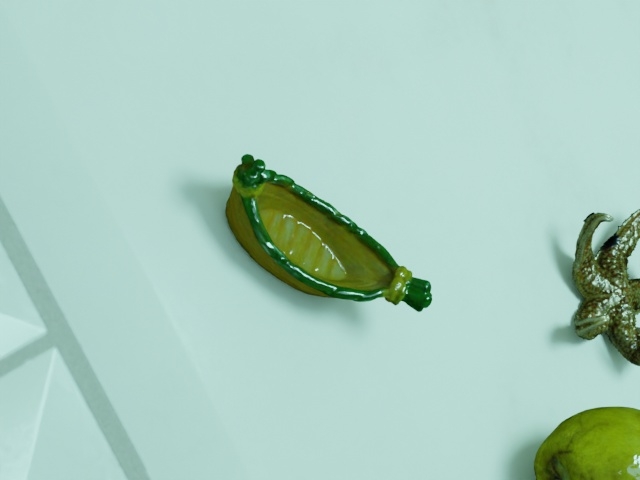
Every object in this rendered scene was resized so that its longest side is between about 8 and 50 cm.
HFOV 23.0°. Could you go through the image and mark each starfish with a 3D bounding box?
[{"bbox_3d":[0.319,0.035,1.684,0.146,0.074,0.190,31,59,-28],"label":"starfish"}]

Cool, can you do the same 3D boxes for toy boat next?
[{"bbox_3d":[0.000,0.000,1.437,0.229,0.088,0.089,36,56,-24],"label":"toy boat"}]

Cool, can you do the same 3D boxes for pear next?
[{"bbox_3d":[0.291,0.237,1.553,0.162,0.149,0.149,15,67,-27],"label":"pear"}]
